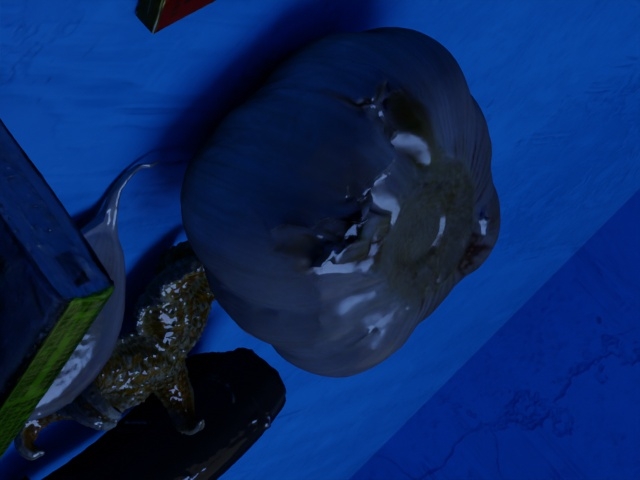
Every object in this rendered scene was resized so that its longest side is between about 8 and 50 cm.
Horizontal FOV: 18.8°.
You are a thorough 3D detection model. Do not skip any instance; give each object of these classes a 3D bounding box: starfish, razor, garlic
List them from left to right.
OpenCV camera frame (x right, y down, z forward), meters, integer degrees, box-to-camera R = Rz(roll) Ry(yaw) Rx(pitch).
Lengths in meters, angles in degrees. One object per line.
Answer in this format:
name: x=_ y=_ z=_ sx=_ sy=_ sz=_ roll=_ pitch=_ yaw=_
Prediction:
garlic: x=-0.220 y=0.054 z=1.627 sx=0.266 sy=0.128 sz=0.148 roll=-48 pitch=180 yaw=-20
razor: x=-0.192 y=0.240 z=2.091 sx=0.327 sy=0.107 sz=0.189 roll=-36 pitch=-167 yaw=-28
starfish: x=-0.167 y=0.119 z=1.900 sx=0.312 sy=0.113 sz=0.303 roll=-43 pitch=166 yaw=-8
garlic: x=0.026 y=-0.038 z=1.678 sx=0.322 sy=0.241 sz=0.322 roll=-27 pitch=151 yaw=-16

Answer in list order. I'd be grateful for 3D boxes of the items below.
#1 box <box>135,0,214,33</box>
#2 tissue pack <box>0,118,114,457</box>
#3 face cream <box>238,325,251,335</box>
box: x=-0.069 y=-0.205 z=1.369 sx=0.133 sy=0.023 sz=0.090 roll=-32 pitch=165 yaw=-31
tissue pack: x=-0.251 y=0.047 z=1.327 sx=0.073 sy=0.173 sz=0.235 roll=-14 pitch=151 yaw=-49
face cream: x=0.000 y=0.000 z=2.036 sx=0.269 sy=0.082 sz=0.082 roll=-48 pitch=165 yaw=25
